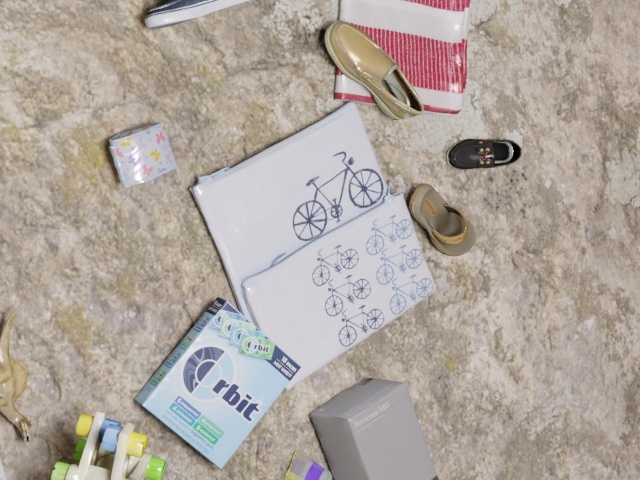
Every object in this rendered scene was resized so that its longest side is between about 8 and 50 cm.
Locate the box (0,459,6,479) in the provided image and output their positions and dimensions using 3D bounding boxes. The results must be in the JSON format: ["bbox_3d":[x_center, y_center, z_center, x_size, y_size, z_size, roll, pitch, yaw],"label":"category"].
[{"bbox_3d":[-0.461,0.315,1.751,0.126,0.072,0.137,-18,101,-32],"label":"box"}]

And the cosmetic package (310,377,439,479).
[{"bbox_3d":[0.091,0.336,2.092,0.127,0.107,0.237,-31,111,-33],"label":"cosmetic package"}]

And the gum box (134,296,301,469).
[{"bbox_3d":[-0.141,0.199,1.955,0.157,0.041,0.184,44,78,-24],"label":"gum box"}]

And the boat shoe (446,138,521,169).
[{"bbox_3d":[0.260,-0.139,2.226,0.133,0.042,0.048,-7,98,-31],"label":"boat shoe"}]

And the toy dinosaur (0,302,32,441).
[{"bbox_3d":[-0.415,0.175,1.801,0.093,0.053,0.183,-17,107,-48],"label":"toy dinosaur"}]

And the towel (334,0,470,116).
[{"bbox_3d":[0.132,-0.364,2.138,0.237,0.037,0.328,4,89,-32],"label":"towel"}]

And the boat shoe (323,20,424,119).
[{"bbox_3d":[0.086,-0.253,2.057,0.190,0.072,0.068,41,74,-26],"label":"boat shoe"}]

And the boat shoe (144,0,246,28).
[{"bbox_3d":[-0.174,-0.349,1.927,0.183,0.065,0.083,-26,103,-36],"label":"boat shoe"}]

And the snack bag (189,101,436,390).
[{"bbox_3d":[0.000,0.000,2.058,0.323,0.037,0.342,-30,109,-28],"label":"snack bag"}]

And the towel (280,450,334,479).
[{"bbox_3d":[-0.020,0.355,2.076,0.083,0.009,0.060,36,72,-28],"label":"towel"}]

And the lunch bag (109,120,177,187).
[{"bbox_3d":[-0.245,-0.116,1.891,0.083,0.053,0.071,-30,110,-39],"label":"lunch bag"}]

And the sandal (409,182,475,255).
[{"bbox_3d":[0.197,-0.028,2.163,0.180,0.049,0.072,43,66,-48],"label":"sandal"}]

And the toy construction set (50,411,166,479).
[{"bbox_3d":[-0.300,0.382,1.782,0.151,0.215,0.327,28,84,5],"label":"toy construction set"}]
